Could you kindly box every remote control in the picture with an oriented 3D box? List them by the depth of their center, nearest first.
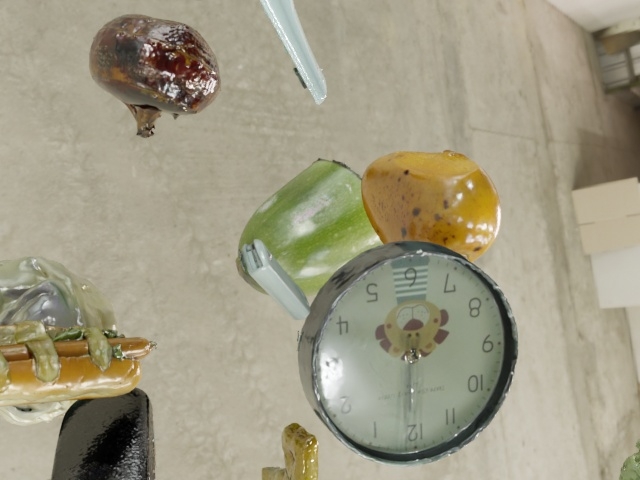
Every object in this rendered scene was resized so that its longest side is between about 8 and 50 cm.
[{"bbox_3d":[-0.059,-0.356,0.948,0.103,0.051,0.293,-95,159,-59],"label":"remote control"}]

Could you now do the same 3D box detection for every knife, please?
[{"bbox_3d":[-0.039,0.037,0.562,0.162,0.023,0.044,61,9,-65],"label":"knife"}]

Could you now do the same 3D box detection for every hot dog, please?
[{"bbox_3d":[-0.329,0.147,0.751,0.269,0.109,0.072,5,122,-44],"label":"hot dog"}]

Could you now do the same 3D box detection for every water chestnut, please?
[{"bbox_3d":[-0.429,-0.418,1.607,0.350,0.350,0.302,15,94,-50],"label":"water chestnut"}]

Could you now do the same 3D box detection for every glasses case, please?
[{"bbox_3d":[-0.270,0.306,0.766,0.321,0.122,0.082,-117,-163,-57],"label":"glasses case"}]

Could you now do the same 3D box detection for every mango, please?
[{"bbox_3d":[0.171,-0.050,1.021,0.159,0.290,0.191,-15,120,-29],"label":"mango"}]

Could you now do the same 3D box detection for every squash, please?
[{"bbox_3d":[-0.032,0.016,1.402,0.309,0.310,0.310,-39,114,-28],"label":"squash"}]

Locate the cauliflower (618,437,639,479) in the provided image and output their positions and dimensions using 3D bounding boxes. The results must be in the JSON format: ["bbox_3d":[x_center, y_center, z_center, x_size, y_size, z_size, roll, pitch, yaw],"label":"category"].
[{"bbox_3d":[0.384,0.318,0.529,0.327,0.260,0.281,51,6,38],"label":"cauliflower"}]

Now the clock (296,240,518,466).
[{"bbox_3d":[0.123,0.155,0.835,0.312,0.061,0.313,-2,99,-15],"label":"clock"}]

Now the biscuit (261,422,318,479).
[{"bbox_3d":[-0.052,0.378,0.999,0.038,0.174,0.184,1,98,-26],"label":"biscuit"}]

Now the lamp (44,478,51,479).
[{"bbox_3d":[-0.539,0.533,1.235,0.105,0.105,0.105,15,71,-50],"label":"lamp"}]

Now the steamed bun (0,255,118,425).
[{"bbox_3d":[-0.490,0.152,1.031,0.280,0.207,0.268,30,54,-8],"label":"steamed bun"}]
